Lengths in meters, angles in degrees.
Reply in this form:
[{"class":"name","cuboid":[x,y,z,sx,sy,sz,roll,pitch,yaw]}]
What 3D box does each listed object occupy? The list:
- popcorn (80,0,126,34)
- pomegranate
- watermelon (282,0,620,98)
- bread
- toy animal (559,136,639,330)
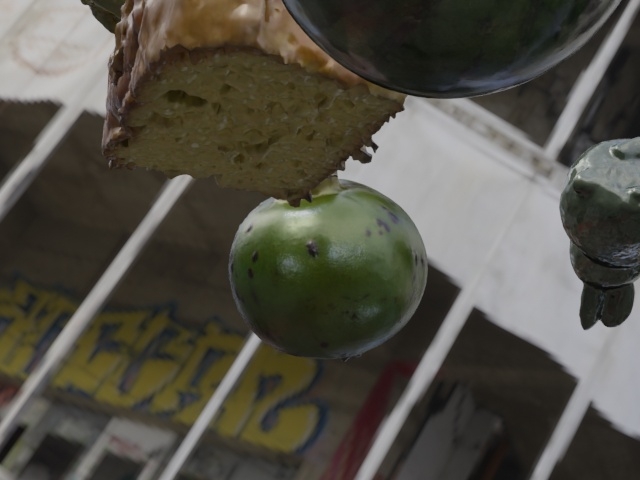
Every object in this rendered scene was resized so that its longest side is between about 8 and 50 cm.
[{"class":"popcorn","cuboid":[-0.218,-0.344,1.870,0.185,0.167,0.187,3,-46,47]},{"class":"pomegranate","cuboid":[0.000,0.000,1.484,0.202,0.202,0.248,2,-70,41]},{"class":"watermelon","cuboid":[0.059,-0.161,0.750,0.188,0.188,0.214,43,-7,-16]},{"class":"bread","cuboid":[-0.046,-0.154,1.118,0.194,0.179,0.340,13,-16,-13]},{"class":"toy animal","cuboid":[0.279,-0.009,1.517,0.138,0.108,0.236,-2,-29,-13]}]
